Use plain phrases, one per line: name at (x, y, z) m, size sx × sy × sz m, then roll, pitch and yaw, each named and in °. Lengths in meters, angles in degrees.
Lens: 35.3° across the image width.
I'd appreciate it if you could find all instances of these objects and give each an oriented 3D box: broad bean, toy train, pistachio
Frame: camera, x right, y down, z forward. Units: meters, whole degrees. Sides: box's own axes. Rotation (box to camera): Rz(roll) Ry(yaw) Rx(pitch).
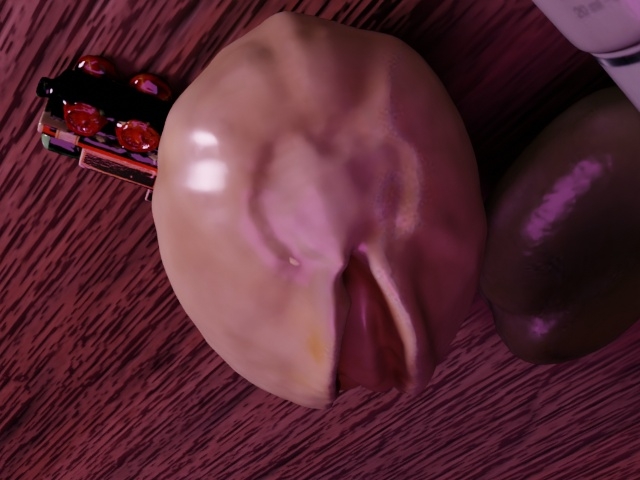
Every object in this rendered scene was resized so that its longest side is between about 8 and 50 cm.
broad bean at (0.182, -0.005, 0.667) m, size 0.169 × 0.100 × 0.228 m, roll -19°, pitch 147°, yaw -5°
toy train at (-0.126, -0.070, 0.683) m, size 0.137 × 0.050 × 0.087 m, roll 19°, pitch 142°, yaw -13°
pistachio at (0.000, 0.000, 0.633) m, size 0.193 × 0.214 × 0.318 m, roll -12°, pitch 150°, yaw -5°

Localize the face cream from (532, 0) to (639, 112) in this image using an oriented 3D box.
face cream at (0.114, -0.185, 0.489) m, size 0.143 × 0.089 × 0.314 m, roll -27°, pitch 122°, yaw 35°
